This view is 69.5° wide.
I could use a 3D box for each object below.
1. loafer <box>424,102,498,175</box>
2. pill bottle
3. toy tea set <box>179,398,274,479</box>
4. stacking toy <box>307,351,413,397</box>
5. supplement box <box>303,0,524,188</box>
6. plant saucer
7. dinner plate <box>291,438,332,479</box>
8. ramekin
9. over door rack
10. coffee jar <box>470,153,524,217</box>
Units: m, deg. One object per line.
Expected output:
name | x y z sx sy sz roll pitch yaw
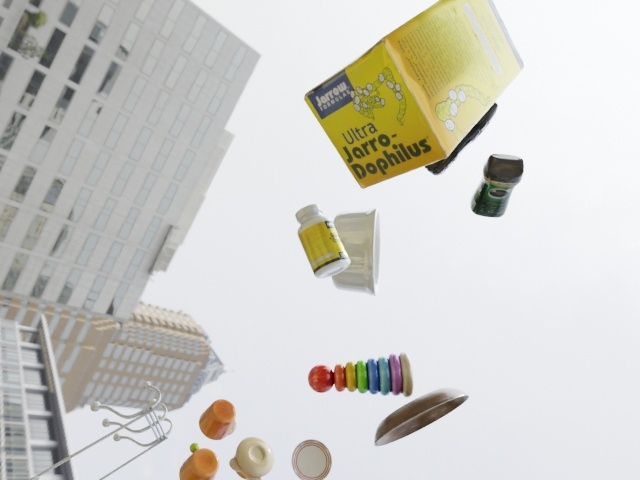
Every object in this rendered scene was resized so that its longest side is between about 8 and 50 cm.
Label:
loafer | 0.334 -0.258 1.120 0.078 0.076 0.223 46 -79 10
pill bottle | 0.000 0.000 1.216 0.103 0.103 0.184 -34 -109 32
toy tea set | -0.207 0.494 0.933 0.124 0.200 0.336 -58 -169 29
stacking toy | 0.124 0.434 1.478 0.330 0.141 0.141 -3 -119 2
supplement box | 0.178 -0.282 0.817 0.194 0.195 0.356 -16 -156 52
plant saucer | 0.286 0.509 1.348 0.310 0.310 0.050 -44 -125 23
dinner plate | -0.030 0.757 1.583 0.017 0.141 0.141 100 -19 -50
ramekin | 0.115 0.034 1.459 0.135 0.277 0.277 2 -112 12
over door rack | -0.505 0.480 1.055 0.108 0.240 0.324 37 -125 22
coffee jar | 0.453 -0.141 1.187 0.096 0.184 0.079 8 -122 7
